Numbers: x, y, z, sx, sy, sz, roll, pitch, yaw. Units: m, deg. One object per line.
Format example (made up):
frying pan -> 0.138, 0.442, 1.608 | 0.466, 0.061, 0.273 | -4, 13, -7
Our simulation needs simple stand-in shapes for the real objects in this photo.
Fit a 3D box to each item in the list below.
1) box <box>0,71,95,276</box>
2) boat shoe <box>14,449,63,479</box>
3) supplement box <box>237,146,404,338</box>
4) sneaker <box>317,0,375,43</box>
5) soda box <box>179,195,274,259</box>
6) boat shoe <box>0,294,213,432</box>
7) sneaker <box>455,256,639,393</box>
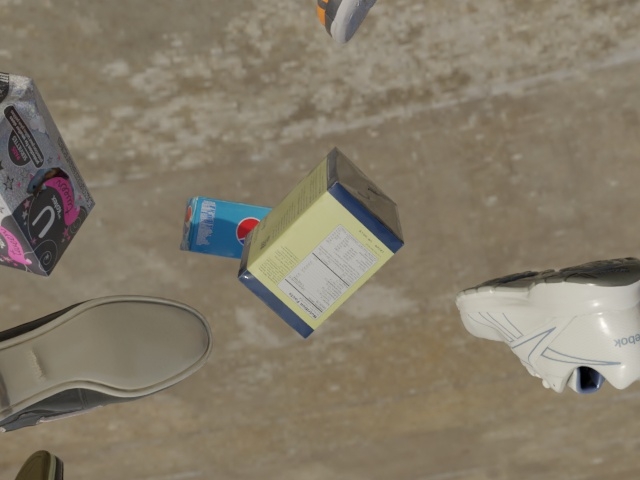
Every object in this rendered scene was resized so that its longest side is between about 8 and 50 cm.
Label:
box -> -0.426, -0.089, 1.664 | 0.163, 0.142, 0.247 | 13, 146, 23
boat shoe -> -0.336, 0.366, 1.525 | 0.080, 0.224, 0.073 | -15, 150, 42
supplement box -> 0.000, 0.000, 0.769 | 0.083, 0.056, 0.083 | -44, -167, 13
sneaker -> -0.006, -0.330, 1.436 | 0.180, 0.321, 0.124 | 33, 110, -5
soda box -> -0.056, -0.004, 1.520 | 0.210, 0.067, 0.071 | 10, 177, -17
boat shoe -> -0.275, 0.129, 1.309 | 0.335, 0.112, 0.095 | -13, 177, -33
sneaker -> 0.228, 0.093, 1.293 | 0.111, 0.129, 0.297 | -13, -179, -18
